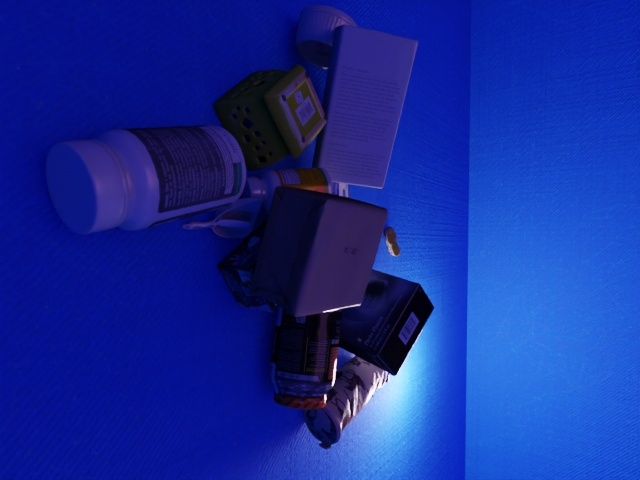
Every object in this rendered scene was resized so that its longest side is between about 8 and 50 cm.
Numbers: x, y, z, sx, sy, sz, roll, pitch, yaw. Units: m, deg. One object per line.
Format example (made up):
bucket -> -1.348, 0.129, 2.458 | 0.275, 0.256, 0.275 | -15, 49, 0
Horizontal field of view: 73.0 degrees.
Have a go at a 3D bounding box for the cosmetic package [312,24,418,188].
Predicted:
cosmetic package -> 0.123, -0.413, 1.370 | 0.161, 0.231, 0.452 | -106, -155, -65

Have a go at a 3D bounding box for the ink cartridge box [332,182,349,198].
ink cartridge box -> -0.020, -0.146, 1.508 | 0.371, 0.069, 0.175 | -7, 95, -52

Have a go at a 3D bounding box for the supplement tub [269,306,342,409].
supplement tub -> -0.046, 0.335, 1.356 | 0.207, 0.207, 0.337 | 18, 76, -54

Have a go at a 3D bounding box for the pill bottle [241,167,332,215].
pill bottle -> -0.101, -0.141, 1.270 | 0.246, 0.136, 0.136 | -7, 98, -25

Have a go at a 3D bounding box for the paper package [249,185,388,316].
paper package -> 0.007, 0.029, 1.164 | 0.325, 0.168, 0.308 | 4, 103, -55

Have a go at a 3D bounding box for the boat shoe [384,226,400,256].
boat shoe -> 0.329, 0.004, 2.031 | 0.056, 0.048, 0.152 | -34, 114, -23

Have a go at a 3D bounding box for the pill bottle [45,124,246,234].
pill bottle -> -0.350, -0.137, 0.920 | 0.361, 0.205, 0.203 | -24, 110, -53

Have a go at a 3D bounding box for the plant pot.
plant pot -> -0.123, -0.356, 1.237 | 0.228, 0.207, 0.227 | -57, 134, -38

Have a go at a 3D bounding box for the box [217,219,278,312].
box -> -0.148, 0.067, 1.264 | 0.247, 0.142, 0.163 | -48, 129, -40

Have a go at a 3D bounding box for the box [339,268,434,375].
box -> 0.196, 0.277, 1.576 | 0.296, 0.294, 0.182 | -55, 133, -19

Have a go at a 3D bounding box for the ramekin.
ramekin -> 0.014, -0.665, 1.435 | 0.207, 0.207, 0.108 | 23, 82, -53

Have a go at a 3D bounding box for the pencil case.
pencil case -> 0.103, 0.580, 1.613 | 0.410, 0.160, 0.183 | -27, 97, -52

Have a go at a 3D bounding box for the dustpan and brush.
dustpan and brush -> -0.261, -0.051, 1.152 | 0.212, 0.147, 0.060 | 2, 49, -26
